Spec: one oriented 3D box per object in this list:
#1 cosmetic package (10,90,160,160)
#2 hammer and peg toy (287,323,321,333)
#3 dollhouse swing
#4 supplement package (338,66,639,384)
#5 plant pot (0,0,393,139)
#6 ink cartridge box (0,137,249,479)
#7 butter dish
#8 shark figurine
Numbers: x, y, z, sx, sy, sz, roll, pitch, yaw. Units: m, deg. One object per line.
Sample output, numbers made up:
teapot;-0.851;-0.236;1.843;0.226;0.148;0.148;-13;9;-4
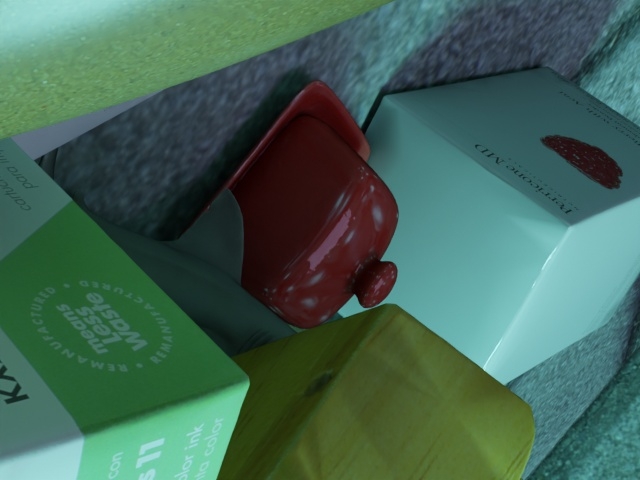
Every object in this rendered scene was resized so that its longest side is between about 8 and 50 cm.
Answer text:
cosmetic package;-0.080;-0.125;0.626;0.239;0.060;0.099;-35;155;-37
hammer and peg toy;0.039;0.179;1.247;0.266;0.127;0.361;-59;157;12
dollhouse swing;-0.036;0.238;0.725;0.347;0.305;0.315;-22;-160;41
supplement package;0.152;-0.016;1.100;0.293;0.177;0.175;-19;141;-55
plant pot;-0.122;-0.117;0.374;0.254;0.237;0.237;-32;154;-11
ink cartridge box;-0.223;0.061;0.391;0.353;0.207;0.119;-13;133;-44
butter dish;0.000;0.000;0.901;0.160;0.118;0.160;-50;159;-3
shark figurine;-0.086;0.006;0.779;0.278;0.166;0.116;44;67;-37
